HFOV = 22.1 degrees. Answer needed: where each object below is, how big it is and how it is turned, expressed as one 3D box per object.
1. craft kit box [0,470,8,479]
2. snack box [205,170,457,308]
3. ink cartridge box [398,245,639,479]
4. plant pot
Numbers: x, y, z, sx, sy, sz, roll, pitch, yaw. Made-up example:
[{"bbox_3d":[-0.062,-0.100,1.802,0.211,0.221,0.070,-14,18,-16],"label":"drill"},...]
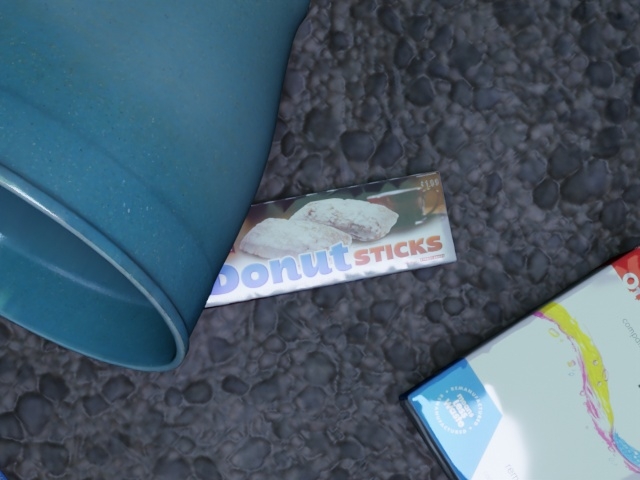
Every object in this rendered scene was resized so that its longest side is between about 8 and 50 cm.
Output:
[{"bbox_3d":[-0.261,0.201,0.986,0.061,0.246,0.250,-41,85,20],"label":"craft kit box"},{"bbox_3d":[0.000,0.000,1.122,0.178,0.022,0.064,-11,85,-3],"label":"snack box"},{"bbox_3d":[0.184,0.097,1.088,0.231,0.078,0.134,-33,85,-5],"label":"ink cartridge box"},{"bbox_3d":[-0.142,-0.098,1.021,0.271,0.271,0.255,29,70,2],"label":"plant pot"}]
